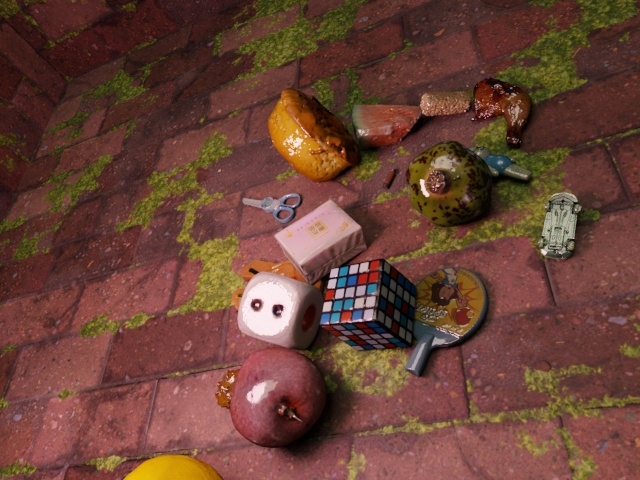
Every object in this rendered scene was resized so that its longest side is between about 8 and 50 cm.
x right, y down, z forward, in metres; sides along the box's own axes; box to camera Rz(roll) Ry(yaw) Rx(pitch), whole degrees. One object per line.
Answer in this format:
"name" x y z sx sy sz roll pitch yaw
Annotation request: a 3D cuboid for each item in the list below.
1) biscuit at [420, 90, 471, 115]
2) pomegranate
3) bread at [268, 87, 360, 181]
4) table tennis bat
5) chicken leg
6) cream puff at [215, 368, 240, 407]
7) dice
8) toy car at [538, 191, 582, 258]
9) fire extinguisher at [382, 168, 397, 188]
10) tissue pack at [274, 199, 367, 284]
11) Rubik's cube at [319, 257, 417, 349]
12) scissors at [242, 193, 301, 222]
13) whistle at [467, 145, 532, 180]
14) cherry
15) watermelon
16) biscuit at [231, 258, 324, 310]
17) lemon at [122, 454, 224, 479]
"biscuit" 0.427 -0.472 1.810 0.168 0.070 0.082 -4 57 -5
"pomegranate" 0.364 -0.164 1.522 0.254 0.270 0.254 -1 89 29
"bread" -0.027 -0.361 1.870 0.204 0.337 0.358 -49 41 23
"table tennis bat" 0.319 0.211 1.422 0.215 0.044 0.329 18 66 37
"chicken leg" 0.589 -0.429 1.717 0.177 0.083 0.322 -42 45 8
"cream puff" -0.255 0.436 1.548 0.122 0.094 0.116 -44 50 -11
"dice" -0.112 0.205 1.539 0.192 0.193 0.194 14 82 24
"toy car" 0.638 -0.037 1.406 0.093 0.058 0.186 6 73 32
"fire extinguisher" 0.237 -0.210 1.789 0.028 0.022 0.083 29 70 1
"tissue pack" 0.000 0.000 1.678 0.225 0.124 0.185 -33 47 -10
"Rubik's cube" 0.133 0.177 1.429 0.187 0.184 0.182 -15 50 39
"scissors" -0.190 -0.133 1.969 0.256 0.030 0.125 12 62 33
"whistle" 0.526 -0.235 1.604 0.114 0.077 0.236 -33 44 -30
"cherry" -0.121 0.408 1.411 0.261 0.221 0.307 -41 35 -11
"watermelon" 0.241 -0.410 1.875 0.257 0.139 0.193 -9 48 13
"biscuit" -0.143 0.150 1.725 0.334 0.047 0.202 3 59 31
"lemon" -0.359 0.690 1.269 0.348 0.348 0.348 -15 51 20
